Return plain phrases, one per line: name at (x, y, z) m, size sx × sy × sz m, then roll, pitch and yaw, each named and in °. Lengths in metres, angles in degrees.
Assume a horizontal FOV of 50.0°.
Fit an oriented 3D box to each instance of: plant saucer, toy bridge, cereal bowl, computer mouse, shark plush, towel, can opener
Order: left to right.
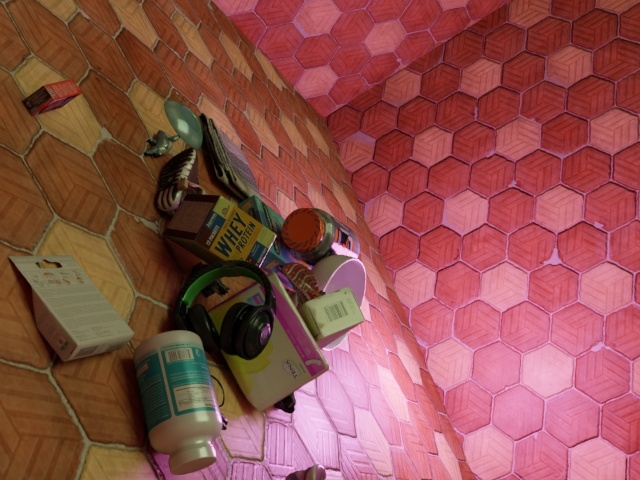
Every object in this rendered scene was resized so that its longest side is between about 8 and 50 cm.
shark plush at (-0.487, -0.278, 2.039) m, size 0.067 × 0.073 × 0.161 m, roll 38°, pitch 41°, yaw -7°
plant saucer at (-0.453, -0.404, 2.337) m, size 0.195 × 0.037 × 0.195 m, roll 53°, pitch 16°, yaw -23°
toy bridge at (-0.337, -0.117, 1.918) m, size 0.188 × 0.026 × 0.063 m, roll 54°, pitch 26°, yaw -43°
computer mouse at (-0.296, 0.066, 1.996) m, size 0.106 × 0.042 × 0.193 m, roll 47°, pitch 26°, yaw -27°
towel at (-0.310, -0.277, 2.479) m, size 0.324 × 0.056 × 0.312 m, roll 43°, pitch 22°, yaw -58°
can opener at (-0.113, 0.405, 1.938) m, size 0.059 × 0.073 × 0.186 m, roll 30°, pitch 23°, yaw -46°
cereal bowl at (0.017, 0.199, 2.358) m, size 0.141 × 0.339 × 0.339 m, roll 19°, pitch -4°, yaw 27°

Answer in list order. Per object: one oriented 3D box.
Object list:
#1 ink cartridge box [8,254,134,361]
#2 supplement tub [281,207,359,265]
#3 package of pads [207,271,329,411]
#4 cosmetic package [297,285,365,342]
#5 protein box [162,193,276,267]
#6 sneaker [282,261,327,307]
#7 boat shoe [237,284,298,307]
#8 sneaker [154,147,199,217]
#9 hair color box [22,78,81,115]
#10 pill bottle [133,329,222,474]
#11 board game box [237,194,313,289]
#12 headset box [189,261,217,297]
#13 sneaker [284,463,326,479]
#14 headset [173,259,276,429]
ink cartridge box at (-0.486, 0.125, 1.320) m, size 0.224 × 0.056 × 0.181 m, roll 45°, pitch 12°, yaw 14°
supplement tub at (0.000, 0.000, 2.453) m, size 0.316 × 0.193 × 0.194 m, roll 30°, pitch 34°, yaw -60°
package of pads at (-0.143, 0.263, 1.773) m, size 0.297 × 0.229 × 0.101 m, roll 59°, pitch -5°, yaw -2°
cosmetic package at (-0.022, 0.253, 1.974) m, size 0.160 × 0.309 × 0.113 m, roll -18°, pitch 74°, yaw -32°
protein box at (-0.267, -0.015, 1.811) m, size 0.199 × 0.136 × 0.201 m, roll 36°, pitch -16°, yaw -32°
sneaker at (-0.050, 0.167, 2.143) m, size 0.088 × 0.093 × 0.225 m, roll -24°, pitch 74°, yaw -47°
boat shoe at (-0.182, 0.184, 2.099) m, size 0.099 × 0.116 × 0.319 m, roll 20°, pitch 6°, yaw 27°
sneaker at (-0.386, -0.136, 1.989) m, size 0.163 × 0.106 × 0.281 m, roll 56°, pitch 26°, yaw -34°
hair color box at (-0.628, -0.338, 1.612) m, size 0.043 × 0.072 × 0.141 m, roll 57°, pitch 17°, yaw -12°
pill bottle at (-0.283, 0.326, 1.380) m, size 0.146 × 0.146 × 0.264 m, roll 35°, pitch 30°, yaw -56°
board game box at (-0.147, 0.021, 2.461) m, size 0.336 × 0.079 × 0.254 m, roll 40°, pitch 25°, yaw -51°
headset box at (-0.320, 0.104, 1.866) m, size 0.083 × 0.032 × 0.062 m, roll 54°, pitch 17°, yaw -27°
sneaker at (-0.037, 0.664, 1.665) m, size 0.095 × 0.104 × 0.237 m, roll 9°, pitch 75°, yaw -71°
headset at (-0.227, 0.233, 1.623) m, size 0.185 × 0.243 × 0.394 m, roll 72°, pitch 17°, yaw -49°
